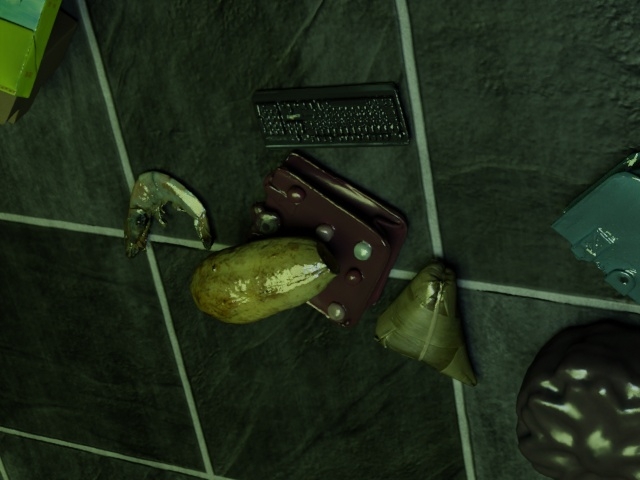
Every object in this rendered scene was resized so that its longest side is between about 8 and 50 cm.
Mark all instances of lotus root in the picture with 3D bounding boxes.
[{"bbox_3d":[-0.089,0.053,2.086,0.258,0.097,0.110,-18,108,37],"label":"lotus root"}]

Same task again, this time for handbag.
[{"bbox_3d":[0.417,0.013,1.858,0.229,0.062,0.179,43,135,-4],"label":"handbag"},{"bbox_3d":[-0.001,0.002,2.104,0.216,0.074,0.203,32,134,8],"label":"handbag"}]

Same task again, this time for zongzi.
[{"bbox_3d":[0.182,0.120,2.085,0.176,0.078,0.160,31,135,-6],"label":"zongzi"}]

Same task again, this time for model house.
[{"bbox_3d":[-0.503,-0.288,2.113,0.248,0.181,0.176,35,135,-2],"label":"model house"}]

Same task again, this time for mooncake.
[{"bbox_3d":[0.396,0.251,2.003,0.283,0.141,0.283,17,133,19],"label":"mooncake"}]

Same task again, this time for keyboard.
[{"bbox_3d":[0.012,-0.162,2.004,0.230,0.025,0.094,0,120,32],"label":"keyboard"}]

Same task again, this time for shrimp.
[{"bbox_3d":[-0.230,-0.014,2.267,0.148,0.035,0.195,29,132,7],"label":"shrimp"}]

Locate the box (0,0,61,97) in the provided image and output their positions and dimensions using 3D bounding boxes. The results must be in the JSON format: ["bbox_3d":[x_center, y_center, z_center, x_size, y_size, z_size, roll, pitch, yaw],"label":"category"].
[{"bbox_3d":[-0.413,-0.373,1.960,0.187,0.047,0.335,22,96,18],"label":"box"}]
